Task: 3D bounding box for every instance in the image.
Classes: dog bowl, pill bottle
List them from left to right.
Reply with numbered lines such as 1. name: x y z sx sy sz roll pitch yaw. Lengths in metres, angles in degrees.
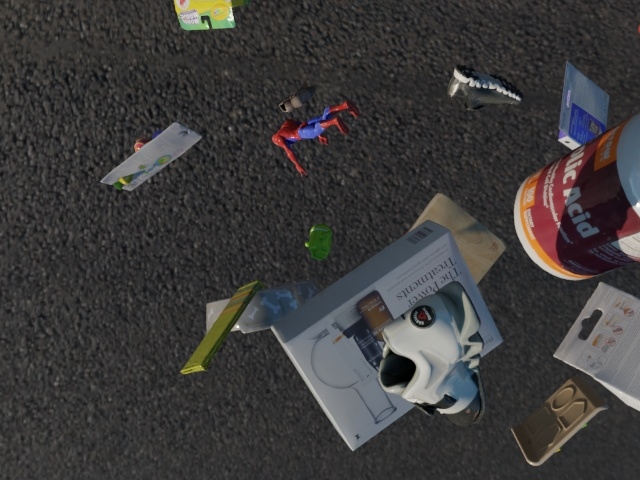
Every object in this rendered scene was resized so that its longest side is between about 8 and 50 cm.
1. dog bowl: -0.155 0.187 1.984 0.349 0.349 0.102 -13 88 -9
2. pill bottle: 0.513 -0.080 1.156 0.224 0.223 0.392 2 164 -20

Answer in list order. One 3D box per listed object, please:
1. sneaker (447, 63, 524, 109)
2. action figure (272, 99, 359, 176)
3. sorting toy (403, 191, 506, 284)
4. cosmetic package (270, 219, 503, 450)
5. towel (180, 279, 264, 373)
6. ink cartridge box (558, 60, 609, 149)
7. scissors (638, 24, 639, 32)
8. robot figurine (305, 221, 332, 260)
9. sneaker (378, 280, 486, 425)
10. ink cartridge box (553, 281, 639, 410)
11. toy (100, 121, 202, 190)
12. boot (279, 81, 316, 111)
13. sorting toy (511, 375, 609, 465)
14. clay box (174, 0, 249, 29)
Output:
1. sneaker: 0.439 -0.397 1.940 0.234 0.078 0.106 11 130 -25
2. action figure: -0.007 -0.244 1.743 0.139 0.280 0.091 49 58 -29
3. sorting toy: 0.336 0.032 2.000 0.257 0.089 0.255 36 95 -18
4. cosmetic package: 0.137 0.182 1.387 0.377 0.097 0.284 -34 116 -9
5. towel: -0.206 0.184 1.521 0.021 0.237 0.102 43 145 -15
6. ink cartridge box: 0.691 -0.342 1.913 0.208 0.045 0.206 24 70 -34
7. scissors: 0.620 -0.395 1.280 0.109 0.021 0.297 -54 160 21
8. robot figurine: 0.000 0.000 2.175 0.067 0.115 0.101 17 154 -25
9. sneaker: 0.156 0.189 1.054 0.146 0.122 0.330 -24 138 -3
10. ink cartridge box: 0.561 0.198 1.271 0.181 0.225 0.056 -52 143 -15
11. toy: -0.419 -0.215 1.747 0.237 0.056 0.137 -38 164 10
12. boot: -0.059 -0.339 1.708 0.087 0.118 0.042 -34 104 -4
13. sorting toy: 0.533 0.402 1.600 0.208 0.193 0.038 -42 95 8
14. clay box: -0.190 -0.463 1.172 0.053 0.128 0.221 -36 126 -48
